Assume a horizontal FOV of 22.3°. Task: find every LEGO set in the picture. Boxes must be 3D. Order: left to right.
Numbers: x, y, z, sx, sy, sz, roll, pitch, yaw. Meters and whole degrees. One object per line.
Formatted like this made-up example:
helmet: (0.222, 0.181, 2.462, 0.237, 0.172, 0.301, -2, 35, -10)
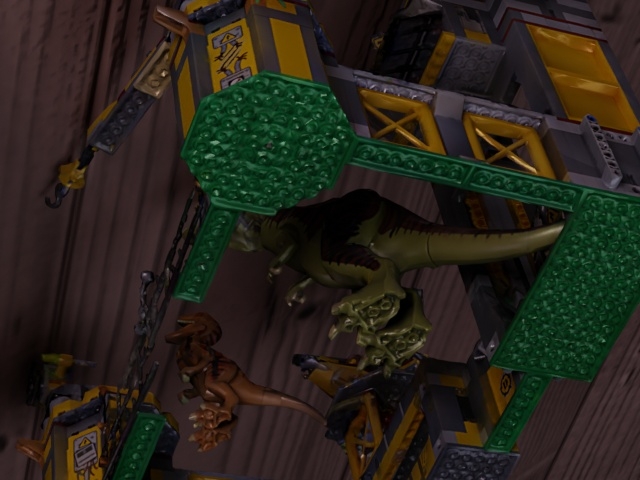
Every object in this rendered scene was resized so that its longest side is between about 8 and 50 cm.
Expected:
LEGO set: (0.000, 0.000, 0.729, 0.255, 0.192, 0.331, 3, 129, -14)
